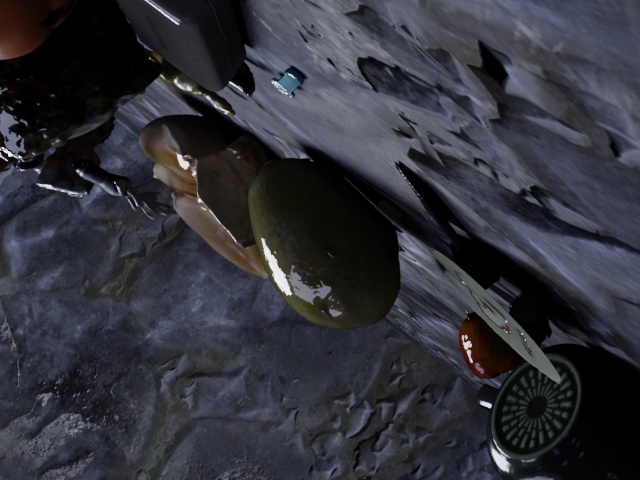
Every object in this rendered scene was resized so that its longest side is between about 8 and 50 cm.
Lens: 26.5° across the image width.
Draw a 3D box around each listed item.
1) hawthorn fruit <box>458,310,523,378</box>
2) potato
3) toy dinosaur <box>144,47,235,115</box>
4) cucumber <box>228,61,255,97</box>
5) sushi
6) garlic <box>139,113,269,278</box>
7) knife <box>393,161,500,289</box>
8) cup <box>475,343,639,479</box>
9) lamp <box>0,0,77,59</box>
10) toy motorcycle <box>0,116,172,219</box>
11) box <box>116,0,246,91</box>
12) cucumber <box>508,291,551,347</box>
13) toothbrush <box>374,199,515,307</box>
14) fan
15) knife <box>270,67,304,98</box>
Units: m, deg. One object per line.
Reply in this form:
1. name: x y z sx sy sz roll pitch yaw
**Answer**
1. hawthorn fruit: 0.216 0.130 1.752 0.081 0.081 0.093 80 166 -84
2. potato: 0.000 0.000 1.559 0.235 0.160 0.177 51 146 37
3. toy dinosaur: -0.170 -0.196 1.572 0.126 0.039 0.162 38 177 -31
4. cucumber: -0.128 -0.191 1.312 0.184 0.033 0.036 35 157 20
5. sushi: -0.280 -0.187 1.329 0.182 0.196 0.343 53 177 -16
6. garlic: -0.135 -0.068 1.937 0.279 0.132 0.325 57 171 -15
7. knife: 0.116 -0.018 1.312 0.060 0.028 0.230 49 -178 36
8. cup: 0.270 0.206 1.476 0.177 0.169 0.223 30 173 -31
9. lamp: -0.284 -0.240 1.088 0.188 0.187 0.164 36 158 19
10. toy motorcycle: -0.363 -0.139 1.875 0.134 0.207 0.401 3 157 36
11. box: -0.118 -0.189 1.109 0.103 0.055 0.243 36 175 4
12. cucumber: 0.226 0.090 1.437 0.039 0.043 0.163 31 177 22
13. toothbrush: 0.140 0.017 1.486 0.194 0.017 0.014 37 175 -2
14. fan: 0.132 0.030 1.401 0.329 0.009 0.191 44 176 29
15. knife: -0.027 -0.141 1.204 0.027 0.010 0.096 38 173 -7
